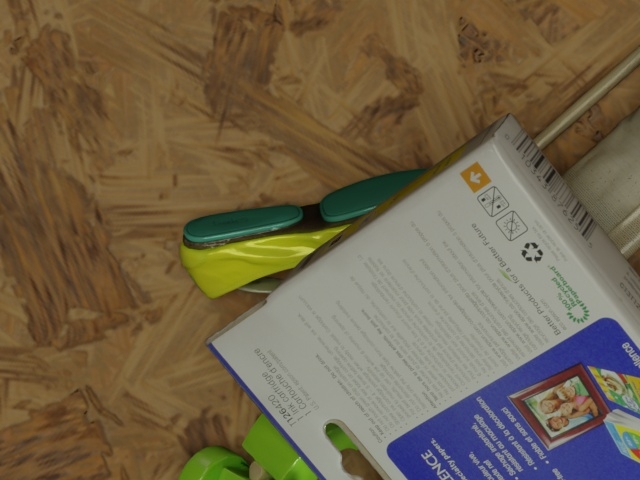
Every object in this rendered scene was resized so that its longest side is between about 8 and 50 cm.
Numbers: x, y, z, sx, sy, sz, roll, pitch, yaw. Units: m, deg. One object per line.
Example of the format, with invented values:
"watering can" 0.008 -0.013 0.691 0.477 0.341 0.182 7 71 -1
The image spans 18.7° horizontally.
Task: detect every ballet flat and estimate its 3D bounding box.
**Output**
"ballet flat" 0.000 0.000 1.603 0.231 0.077 0.077 -13 113 4

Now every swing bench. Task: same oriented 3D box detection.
"swing bench" 0.274 -0.006 1.548 0.253 0.165 0.254 -41 96 2

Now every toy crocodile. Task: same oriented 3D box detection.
"toy crocodile" -0.067 0.285 1.596 0.115 0.105 0.340 21 94 42

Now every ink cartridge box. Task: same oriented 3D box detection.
"ink cartridge box" 0.118 0.106 1.478 0.307 0.072 0.303 -34 99 35
